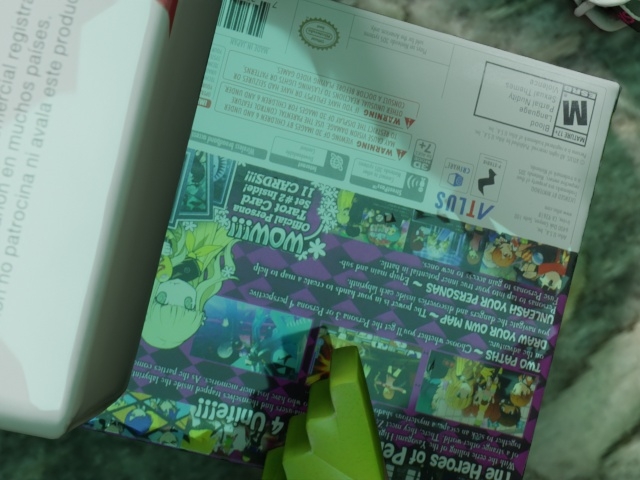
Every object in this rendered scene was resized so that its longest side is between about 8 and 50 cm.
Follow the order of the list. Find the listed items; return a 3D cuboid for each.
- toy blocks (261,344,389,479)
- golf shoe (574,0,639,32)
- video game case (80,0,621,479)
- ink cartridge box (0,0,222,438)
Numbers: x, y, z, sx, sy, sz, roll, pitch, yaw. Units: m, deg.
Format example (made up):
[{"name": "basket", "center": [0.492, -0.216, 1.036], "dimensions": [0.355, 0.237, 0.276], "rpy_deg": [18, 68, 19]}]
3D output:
[{"name": "toy blocks", "center": [-0.069, 0.260, 0.494], "dimensions": [0.260, 0.191, 0.382], "rpy_deg": [-12, 101, 4]}, {"name": "golf shoe", "center": [0.125, -0.158, 0.549], "dimensions": [0.272, 0.105, 0.120], "rpy_deg": [11, 95, -8]}, {"name": "video game case", "center": [0.000, 0.000, 0.557], "dimensions": [0.232, 0.042, 0.210], "rpy_deg": [14, 88, -8]}, {"name": "ink cartridge box", "center": [-0.232, -0.113, 0.441], "dimensions": [0.384, 0.160, 0.279], "rpy_deg": [13, 87, -1]}]
